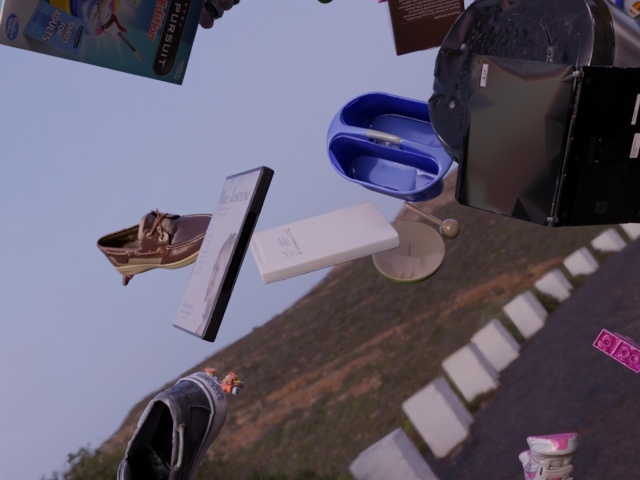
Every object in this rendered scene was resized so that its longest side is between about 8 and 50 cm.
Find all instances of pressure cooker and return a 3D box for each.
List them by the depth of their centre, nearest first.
[{"bbox_3d":[0.458,-0.253,1.310,0.420,0.376,0.369,15,-18,-39],"label":"pressure cooker"}]

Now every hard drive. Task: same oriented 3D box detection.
[{"bbox_3d":[0.000,0.000,1.610,0.307,0.040,0.203,-15,28,-9],"label":"hard drive"}]

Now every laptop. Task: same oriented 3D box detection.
[{"bbox_3d":[0.361,-0.151,1.066,0.264,0.234,0.136,-3,22,-16],"label":"laptop"}]

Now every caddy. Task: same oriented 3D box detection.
[{"bbox_3d":[0.182,-0.235,1.788,0.179,0.341,0.241,29,-100,-64],"label":"caddy"}]

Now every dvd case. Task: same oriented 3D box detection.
[{"bbox_3d":[-0.146,0.017,1.043,0.180,0.022,0.253,-2,67,66],"label":"dvd case"}]

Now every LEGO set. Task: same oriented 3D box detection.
[{"bbox_3d":[0.388,0.123,0.671,0.087,0.227,0.093,-61,-25,11],"label":"LEGO set"}]

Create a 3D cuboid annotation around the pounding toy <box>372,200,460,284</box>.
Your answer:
[{"bbox_3d":[0.242,0.035,1.839,0.237,0.183,0.110,-54,-28,-26],"label":"pounding toy"}]

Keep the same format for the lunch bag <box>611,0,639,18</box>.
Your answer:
[{"bbox_3d":[0.558,-0.557,1.405,0.115,0.243,0.303,-53,-33,-20],"label":"lunch bag"}]

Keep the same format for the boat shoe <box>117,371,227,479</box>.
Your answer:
[{"bbox_3d":[-0.214,0.307,0.915,0.102,0.108,0.301,-13,-45,-56],"label":"boat shoe"}]

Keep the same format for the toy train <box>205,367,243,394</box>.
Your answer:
[{"bbox_3d":[-0.269,0.365,1.863,0.166,0.046,0.125,4,-4,27],"label":"toy train"}]

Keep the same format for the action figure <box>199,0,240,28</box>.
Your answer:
[{"bbox_3d":[-0.183,-0.563,1.528,0.185,0.099,0.285,-13,33,25],"label":"action figure"}]

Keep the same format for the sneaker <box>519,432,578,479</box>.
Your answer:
[{"bbox_3d":[0.481,0.471,1.475,0.102,0.111,0.252,-6,-33,4],"label":"sneaker"}]

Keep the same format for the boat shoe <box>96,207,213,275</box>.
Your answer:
[{"bbox_3d":[-0.386,-0.009,1.696,0.342,0.123,0.123,-12,-43,27],"label":"boat shoe"}]

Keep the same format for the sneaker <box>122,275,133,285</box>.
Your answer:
[{"bbox_3d":[-0.562,0.090,2.158,0.067,0.042,0.118,7,-61,-19],"label":"sneaker"}]

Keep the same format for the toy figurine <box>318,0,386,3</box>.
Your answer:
[{"bbox_3d":[0.070,-0.489,1.290,0.173,0.159,0.130,-5,-68,-62],"label":"toy figurine"}]

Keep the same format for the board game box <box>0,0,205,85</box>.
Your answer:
[{"bbox_3d":[-0.324,-0.395,1.082,0.336,0.079,0.254,0,-66,-52],"label":"board game box"}]

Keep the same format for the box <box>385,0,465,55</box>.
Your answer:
[{"bbox_3d":[0.243,-0.659,1.747,0.191,0.143,0.381,-12,-40,6],"label":"box"}]
